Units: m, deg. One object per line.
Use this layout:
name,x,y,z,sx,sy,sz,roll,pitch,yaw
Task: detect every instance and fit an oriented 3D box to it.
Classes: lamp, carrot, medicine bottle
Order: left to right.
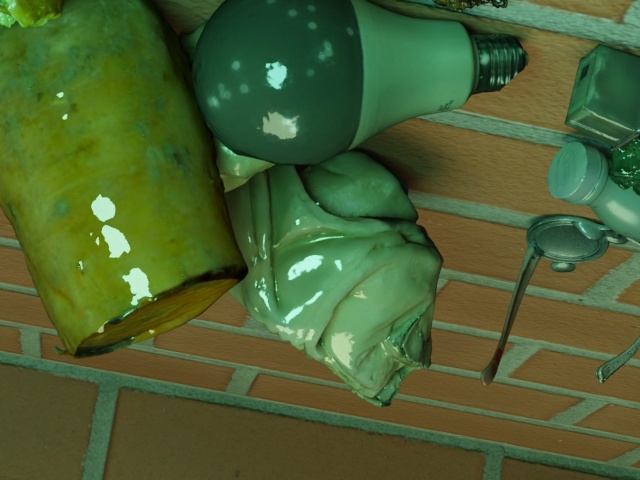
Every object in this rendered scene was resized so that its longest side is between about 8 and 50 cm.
carrot,-0.205,-0.078,1.616,0.224,0.340,0.224,-23,169,-5
lamp,0.028,-0.156,1.612,0.314,0.181,0.182,0,170,-32
medicine bottle,0.356,-0.045,1.884,0.217,0.090,0.090,19,160,-29

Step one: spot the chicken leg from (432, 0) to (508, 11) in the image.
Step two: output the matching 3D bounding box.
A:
chicken leg,0.129,-0.224,1.548,0.083,0.021,0.036,16,152,-22

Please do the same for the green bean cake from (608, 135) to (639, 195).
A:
green bean cake,0.417,-0.094,1.675,0.193,0.107,0.208,24,157,-32

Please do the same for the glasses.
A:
glasses,0.322,0.087,2.051,0.234,0.268,0.118,-4,140,41

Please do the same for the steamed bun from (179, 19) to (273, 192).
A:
steamed bun,-0.086,-0.130,1.736,0.141,0.155,0.172,21,158,-31

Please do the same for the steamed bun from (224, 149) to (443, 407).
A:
steamed bun,0.000,0.000,1.997,0.394,0.237,0.346,39,180,-19

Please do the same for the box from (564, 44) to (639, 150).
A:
box,0.279,-0.140,1.637,0.063,0.084,0.060,19,162,-13

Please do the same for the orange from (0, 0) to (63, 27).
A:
orange,-0.335,-0.245,1.488,0.237,0.158,0.179,-9,161,38
